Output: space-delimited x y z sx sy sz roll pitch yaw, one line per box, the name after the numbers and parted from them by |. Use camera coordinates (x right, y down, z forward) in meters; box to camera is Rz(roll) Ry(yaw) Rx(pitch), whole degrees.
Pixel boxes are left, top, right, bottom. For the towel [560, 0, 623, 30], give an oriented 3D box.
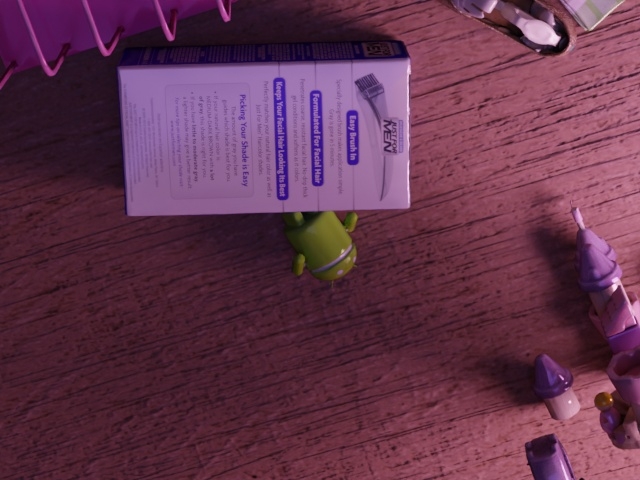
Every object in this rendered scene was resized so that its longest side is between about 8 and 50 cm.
0.308 -0.333 1.828 0.113 0.023 0.152 -40 108 13 | towel

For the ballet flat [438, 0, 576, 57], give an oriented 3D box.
0.213 -0.275 1.823 0.206 0.067 0.073 23 108 -11 | ballet flat

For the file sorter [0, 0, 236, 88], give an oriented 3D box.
-0.259 -0.302 1.731 0.290 0.182 0.202 -17 110 4 | file sorter

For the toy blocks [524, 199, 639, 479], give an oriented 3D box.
0.350 0.123 1.869 0.309 0.288 0.260 -23 114 10 | toy blocks

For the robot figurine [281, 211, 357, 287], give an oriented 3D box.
0.000 0.000 1.919 0.101 0.067 0.115 -40 109 -19 | robot figurine

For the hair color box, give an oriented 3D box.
-0.064 -0.134 1.845 0.339 0.110 0.185 -1 110 0 | hair color box
